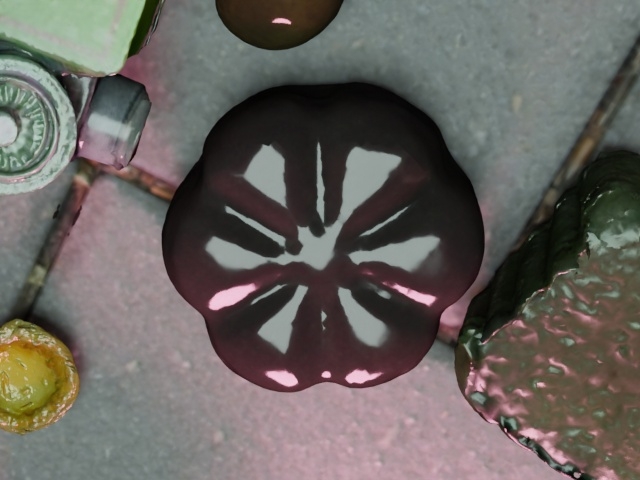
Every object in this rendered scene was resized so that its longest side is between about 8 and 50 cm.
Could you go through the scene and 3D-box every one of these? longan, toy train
[{"bbox_3d":[-0.035,-0.188,1.147,0.113,0.092,0.113,16,133,17],"label":"longan"},{"bbox_3d":[-0.250,-0.178,1.142,0.307,0.173,0.249,21,103,-1],"label":"toy train"}]

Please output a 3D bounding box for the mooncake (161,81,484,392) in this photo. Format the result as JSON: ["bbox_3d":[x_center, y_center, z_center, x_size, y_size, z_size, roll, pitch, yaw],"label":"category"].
[{"bbox_3d":[0.000,0.000,1.198,0.244,0.133,0.245,0,106,1],"label":"mooncake"}]

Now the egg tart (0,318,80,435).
[{"bbox_3d":[-0.244,0.109,1.314,0.105,0.039,0.105,2,111,6],"label":"egg tart"}]

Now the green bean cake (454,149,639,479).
[{"bbox_3d":[0.228,0.072,1.199,0.222,0.125,0.227,33,113,-9],"label":"green bean cake"}]
